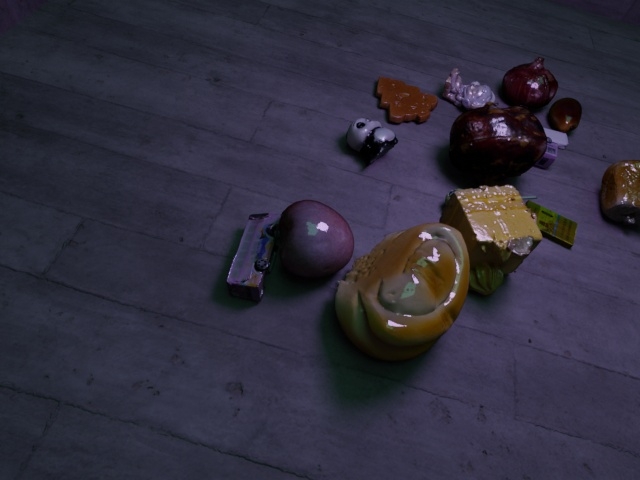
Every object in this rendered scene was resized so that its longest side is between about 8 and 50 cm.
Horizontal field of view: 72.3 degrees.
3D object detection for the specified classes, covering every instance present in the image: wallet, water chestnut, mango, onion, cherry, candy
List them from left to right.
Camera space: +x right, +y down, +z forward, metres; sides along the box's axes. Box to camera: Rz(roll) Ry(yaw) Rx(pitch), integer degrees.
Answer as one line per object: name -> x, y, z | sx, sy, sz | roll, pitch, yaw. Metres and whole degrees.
cherry -> -0.005, -0.006, 1.281 | 0.239, 0.206, 0.239 | 4, 49, -4
candy -> 0.606, -0.146, 1.552 | 0.335, 0.093, 0.092 | -4, 54, -4
water chestnut -> 0.636, -0.317, 1.600 | 0.335, 0.335, 0.347 | 7, 84, -6
onion -> 0.952, -0.713, 1.975 | 0.252, 0.219, 0.252 | 6, 45, -6
wallet -> 0.984, -0.455, 1.909 | 0.190, 0.033, 0.095 | 18, 55, 2
mango -> 1.101, -0.577, 1.974 | 0.133, 0.111, 0.267 | 13, 43, 22

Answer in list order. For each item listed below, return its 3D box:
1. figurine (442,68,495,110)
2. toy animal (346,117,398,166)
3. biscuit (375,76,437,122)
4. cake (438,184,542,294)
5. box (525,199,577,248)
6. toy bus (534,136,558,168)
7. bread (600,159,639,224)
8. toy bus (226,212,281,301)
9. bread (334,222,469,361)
figurine -> 0.657, -0.646, 1.914 | 0.236, 0.141, 0.162 | 33, 60, 12
toy animal -> 0.178, -0.377, 1.627 | 0.179, 0.138, 0.166 | 46, 42, 15
biscuit -> 0.350, -0.609, 1.889 | 0.284, 0.043, 0.306 | -26, 61, -25
cake -> 0.527, 0.002, 1.371 | 0.222, 0.227, 0.286 | -6, 54, -10
box -> 0.829, -0.060, 1.596 | 0.193, 0.030, 0.121 | 28, 54, 10
toy bus -> 0.852, -0.373, 1.787 | 0.198, 0.096, 0.108 | 19, 58, -1
bread -> 1.169, -0.163, 1.652 | 0.195, 0.176, 0.246 | 12, 67, 10
toy bus -> -0.185, 0.038, 1.288 | 0.112, 0.090, 0.274 | 8, 52, 6
bread -> 0.232, 0.118, 1.214 | 0.329, 0.245, 0.424 | 35, 60, 15
